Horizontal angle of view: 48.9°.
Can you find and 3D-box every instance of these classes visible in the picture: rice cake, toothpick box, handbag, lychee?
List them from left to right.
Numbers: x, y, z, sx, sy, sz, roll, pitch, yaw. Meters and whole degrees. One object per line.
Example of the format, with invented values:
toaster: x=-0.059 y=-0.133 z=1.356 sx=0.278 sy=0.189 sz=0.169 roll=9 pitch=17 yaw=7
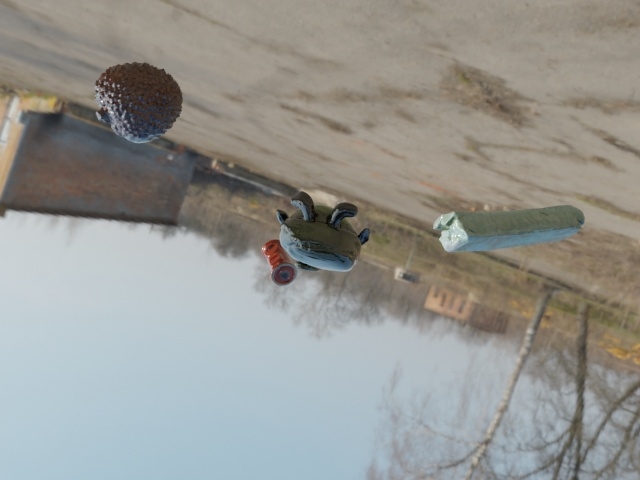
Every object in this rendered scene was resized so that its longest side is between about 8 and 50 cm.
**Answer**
lychee: x=-0.271 y=-0.208 z=1.055 sx=0.123 sy=0.123 sz=0.129 roll=19 pitch=-146 yaw=33
toothpick box: x=-0.072 y=0.036 z=1.207 sx=0.047 sy=0.047 sz=0.083 roll=19 pitch=-156 yaw=-29
handbag: x=0.000 y=0.000 z=0.536 sx=0.072 sy=0.047 sz=0.111 roll=13 pitch=170 yaw=6
rice cake: x=0.331 y=-0.023 z=1.191 sx=0.336 sy=0.063 sz=0.066 roll=-2 pitch=157 yaw=-37
